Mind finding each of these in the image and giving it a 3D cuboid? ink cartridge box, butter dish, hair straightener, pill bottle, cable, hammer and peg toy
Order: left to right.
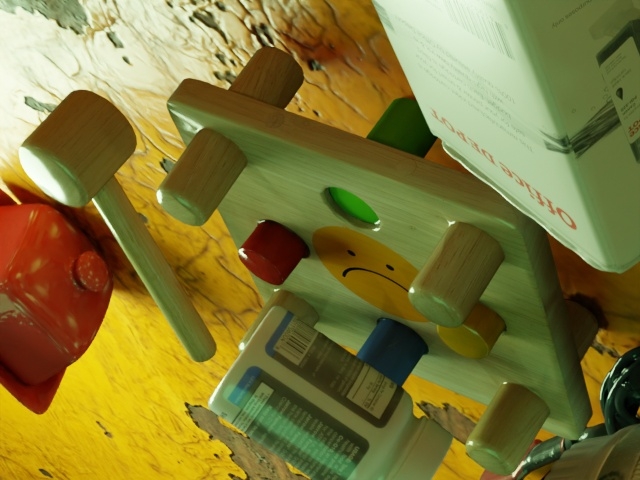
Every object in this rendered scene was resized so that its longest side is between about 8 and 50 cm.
[{"bbox_3d":[-0.231,0.038,1.554,0.118,0.160,0.160,-18,127,34],"label":"butter dish"},{"bbox_3d":[0.000,0.000,1.179,0.361,0.127,0.266,21,154,29],"label":"hammer and peg toy"},{"bbox_3d":[0.007,0.107,1.112,0.137,0.078,0.078,35,156,0],"label":"pill bottle"},{"bbox_3d":[0.095,-0.109,0.846,0.158,0.092,0.218,43,166,44],"label":"ink cartridge box"},{"bbox_3d":[0.195,0.175,1.360,0.089,0.047,0.230,36,151,-2],"label":"hair straightener"},{"bbox_3d":[0.260,0.121,1.174,0.150,0.047,0.184,35,152,-10],"label":"cable"}]

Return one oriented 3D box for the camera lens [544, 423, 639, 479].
[{"bbox_3d":[0.278,0.202,1.016,0.274,0.219,0.219,-7,134,35],"label":"camera lens"}]
